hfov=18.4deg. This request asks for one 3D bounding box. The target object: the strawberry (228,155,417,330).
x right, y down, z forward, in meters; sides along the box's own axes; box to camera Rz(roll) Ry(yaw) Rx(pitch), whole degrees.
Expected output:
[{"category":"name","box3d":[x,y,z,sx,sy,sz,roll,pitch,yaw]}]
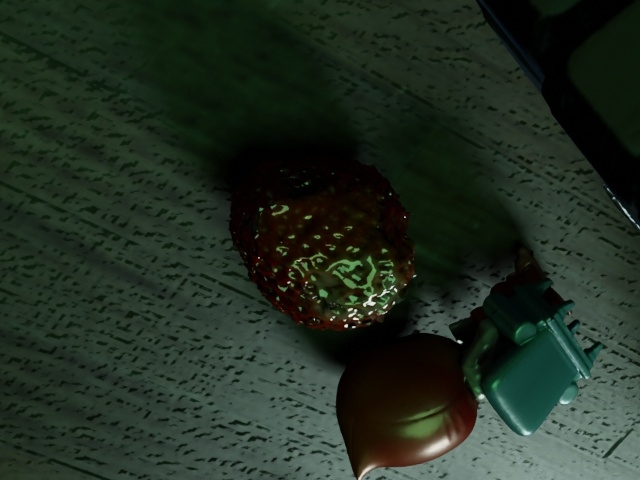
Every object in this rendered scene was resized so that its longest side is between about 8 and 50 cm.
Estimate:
[{"category":"strawberry","box3d":[0.000,0.000,0.912,0.083,0.083,0.096,-43,122,10]}]

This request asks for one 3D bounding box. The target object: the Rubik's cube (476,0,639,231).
[{"category":"Rubik's cube","box3d":[0.292,-0.077,0.815,0.344,0.337,0.344,-40,132,8]}]

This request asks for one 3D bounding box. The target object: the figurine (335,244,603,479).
[{"category":"figurine","box3d":[0.069,0.070,0.997,0.140,0.075,0.068,-34,132,-1]}]
